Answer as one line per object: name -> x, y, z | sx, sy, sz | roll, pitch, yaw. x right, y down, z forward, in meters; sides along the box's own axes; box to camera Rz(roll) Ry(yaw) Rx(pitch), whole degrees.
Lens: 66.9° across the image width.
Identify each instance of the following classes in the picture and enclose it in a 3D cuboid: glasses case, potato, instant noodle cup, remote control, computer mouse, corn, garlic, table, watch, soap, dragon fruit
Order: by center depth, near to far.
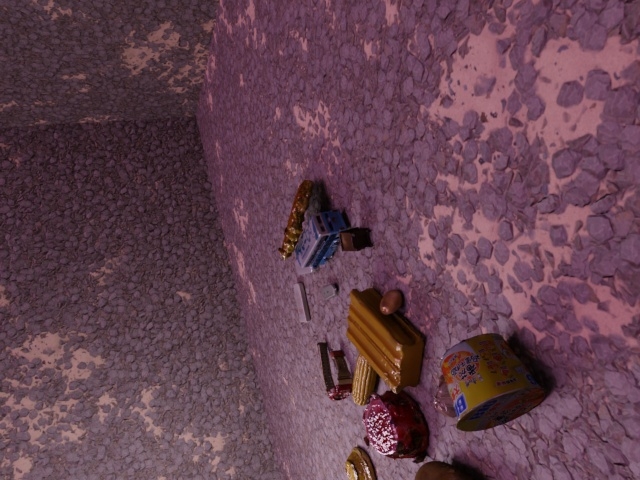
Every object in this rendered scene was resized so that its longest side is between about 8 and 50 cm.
instant noodle cup -> 0.366, 0.312, 1.073 | 0.204, 0.205, 0.152 | 104, 156, -43
garlic -> 0.343, 0.414, 1.296 | 0.074, 0.094, 0.113 | -32, 57, 22
potato -> 0.358, 0.706, 1.306 | 0.296, 0.142, 0.191 | -27, 77, 63
potato -> 0.217, 0.192, 1.497 | 0.062, 0.083, 0.068 | 48, 148, 8
soap -> 0.200, 0.308, 1.553 | 0.324, 0.096, 0.204 | -135, 41, -53
dragon fruit -> 0.223, 0.587, 1.555 | 0.282, 0.147, 0.211 | 66, 153, 26
table -> 0.122, -0.004, 1.625 | 0.082, 0.083, 0.070 | 0, 102, 60
corn -> 0.160, 0.484, 1.733 | 0.081, 0.081, 0.248 | -130, 37, -49
computer mouse -> 0.043, 0.203, 1.950 | 0.110, 0.032, 0.055 | -30, 72, 55
watch -> 0.054, 0.521, 2.001 | 0.164, 0.102, 0.268 | 123, 141, -49
glasses case -> -0.067, 0.109, 2.136 | 0.197, 0.050, 0.076 | 162, 97, -66
remote control -> -0.089, 0.291, 2.286 | 0.087, 0.029, 0.189 | 158, 101, -66

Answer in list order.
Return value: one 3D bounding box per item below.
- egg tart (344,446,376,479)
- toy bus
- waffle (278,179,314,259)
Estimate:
egg tart -> 0.152, 0.931, 1.949 | 0.191, 0.074, 0.191 | 167, 90, -68
toy bus -> 0.000, 0.000, 1.838 | 0.106, 0.131, 0.297 | 69, 154, 22
waffle -> -0.095, -0.089, 1.921 | 0.302, 0.068, 0.324 | -82, 10, -62
